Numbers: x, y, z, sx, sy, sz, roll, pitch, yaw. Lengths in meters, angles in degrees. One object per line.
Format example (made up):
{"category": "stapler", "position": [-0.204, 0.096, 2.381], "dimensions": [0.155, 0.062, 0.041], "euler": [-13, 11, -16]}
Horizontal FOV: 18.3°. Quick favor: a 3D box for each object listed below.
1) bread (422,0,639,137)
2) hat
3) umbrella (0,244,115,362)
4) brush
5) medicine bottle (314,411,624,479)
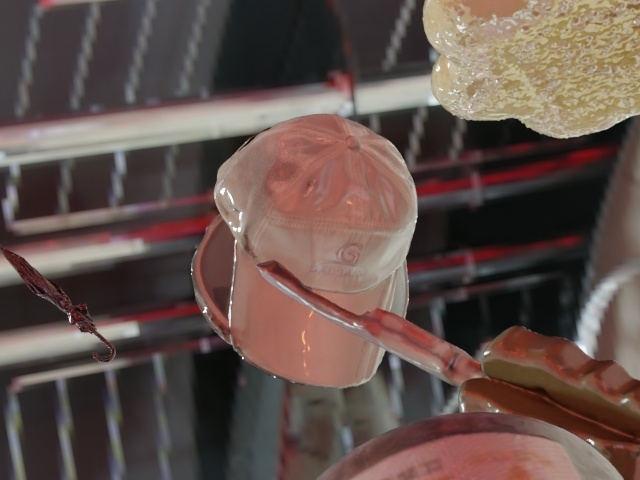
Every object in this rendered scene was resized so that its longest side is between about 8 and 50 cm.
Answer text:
{"category": "bread", "position": [0.224, -0.164, 1.440], "dimensions": [0.316, 0.316, 0.054], "euler": [121, 141, -54]}
{"category": "hat", "position": [-0.002, 0.009, 1.967], "dimensions": [0.161, 0.232, 0.275], "euler": [146, 131, -73]}
{"category": "umbrella", "position": [-0.188, 0.040, 1.415], "dimensions": [0.122, 0.022, 0.013], "euler": [46, 147, 6]}
{"category": "brush", "position": [0.078, 0.073, 1.089], "dimensions": [0.301, 0.071, 0.084], "euler": [24, 165, 34]}
{"category": "medicine bottle", "position": [0.077, 0.194, 0.693], "dimensions": [0.273, 0.165, 0.165], "euler": [-111, 23, -60]}
